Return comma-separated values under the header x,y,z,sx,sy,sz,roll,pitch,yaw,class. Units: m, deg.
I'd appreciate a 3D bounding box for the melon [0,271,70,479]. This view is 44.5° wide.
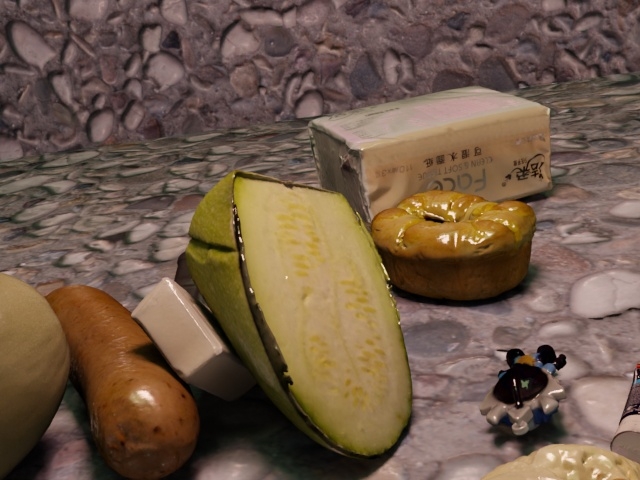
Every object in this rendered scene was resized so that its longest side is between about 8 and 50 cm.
x,y,z,sx,sy,sz,roll,pitch,yaw,class
-0.438,0.168,0.882,0.271,0.272,0.308,11,63,42,melon

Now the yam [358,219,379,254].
x,y,z,sx,sy,sz,roll,pitch,yaw,class
0.000,0.000,1.335,0.106,0.106,0.259,8,-1,38,yam

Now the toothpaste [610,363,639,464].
x,y,z,sx,sy,sz,roll,pitch,yaw,class
0.360,0.181,0.842,0.071,0.045,0.193,13,22,28,toothpaste

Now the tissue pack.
x,y,z,sx,sy,sz,roll,pitch,yaw,class
0.220,-0.178,1.623,0.404,0.205,0.332,-15,21,-14,tissue pack

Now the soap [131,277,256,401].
x,y,z,sx,sy,sz,roll,pitch,yaw,class
-0.148,0.127,0.958,0.064,0.183,0.121,-41,68,-4,soap

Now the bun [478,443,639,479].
x,y,z,sx,sy,sz,roll,pitch,yaw,class
0.208,0.239,0.607,0.220,0.134,0.220,-5,17,2,bun

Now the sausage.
x,y,z,sx,sy,sz,roll,pitch,yaw,class
-0.268,0.164,1.019,0.136,0.123,0.501,20,4,-31,sausage

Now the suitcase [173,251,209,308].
x,y,z,sx,sy,sz,roll,pitch,yaw,class
-0.083,0.091,1.134,0.285,0.066,0.206,-5,46,11,suitcase

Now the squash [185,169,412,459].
x,y,z,sx,sy,sz,roll,pitch,yaw,class
-0.002,0.091,0.910,0.233,0.210,0.309,12,23,-42,squash

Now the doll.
x,y,z,sx,sy,sz,roll,pitch,yaw,class
0.232,0.168,0.887,0.096,0.070,0.195,-18,9,23,doll

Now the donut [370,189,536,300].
x,y,z,sx,sy,sz,roll,pitch,yaw,class
0.203,0.007,1.245,0.208,0.128,0.261,-27,27,-37,donut
